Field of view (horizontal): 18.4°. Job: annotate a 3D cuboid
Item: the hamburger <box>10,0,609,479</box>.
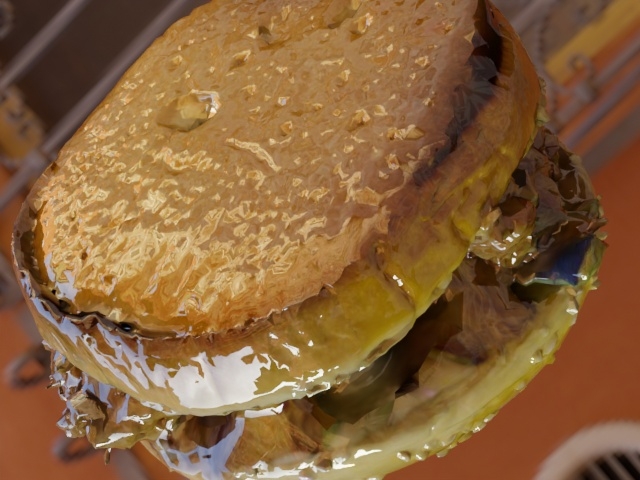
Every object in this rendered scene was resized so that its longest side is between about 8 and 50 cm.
[{"bbox_3d":[-0.008,0.003,0.643,0.182,0.191,0.118,37,162,54],"label":"hamburger"}]
